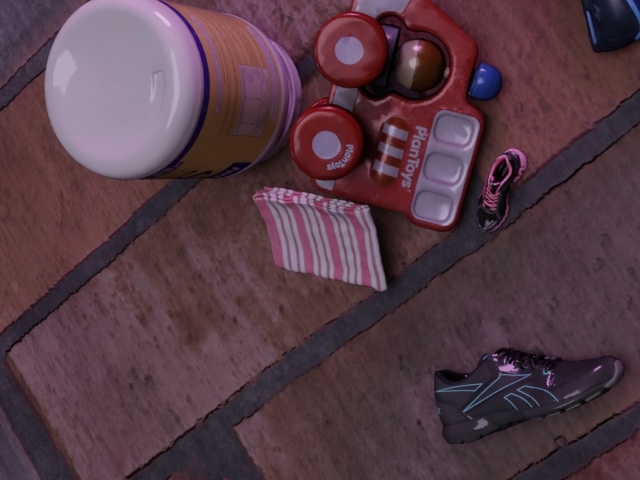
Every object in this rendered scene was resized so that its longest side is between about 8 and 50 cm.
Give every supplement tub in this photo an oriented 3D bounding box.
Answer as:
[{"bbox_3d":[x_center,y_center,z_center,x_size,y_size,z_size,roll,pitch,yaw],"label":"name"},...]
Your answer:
[{"bbox_3d":[-0.191,-0.204,1.605,0.241,0.331,0.241,2,94,27],"label":"supplement tub"}]

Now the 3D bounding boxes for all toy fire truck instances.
[{"bbox_3d":[0.105,-0.184,1.570,0.253,0.169,0.302,15,102,1],"label":"toy fire truck"}]

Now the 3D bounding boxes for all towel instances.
[{"bbox_3d":[0.000,0.000,1.637,0.197,0.029,0.144,12,134,35],"label":"towel"}]

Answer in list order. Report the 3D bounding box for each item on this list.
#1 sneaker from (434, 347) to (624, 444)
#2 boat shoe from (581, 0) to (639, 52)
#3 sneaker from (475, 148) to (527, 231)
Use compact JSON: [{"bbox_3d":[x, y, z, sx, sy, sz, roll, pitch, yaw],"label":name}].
[{"bbox_3d":[0.265,0.189,1.528,0.267,0.101,0.106,-22,81,26],"label":"sneaker"},{"bbox_3d":[0.321,-0.359,1.462,0.089,0.109,0.258,-28,79,29],"label":"boat shoe"},{"bbox_3d":[0.234,-0.067,1.552,0.047,0.057,0.119,24,105,22],"label":"sneaker"}]
